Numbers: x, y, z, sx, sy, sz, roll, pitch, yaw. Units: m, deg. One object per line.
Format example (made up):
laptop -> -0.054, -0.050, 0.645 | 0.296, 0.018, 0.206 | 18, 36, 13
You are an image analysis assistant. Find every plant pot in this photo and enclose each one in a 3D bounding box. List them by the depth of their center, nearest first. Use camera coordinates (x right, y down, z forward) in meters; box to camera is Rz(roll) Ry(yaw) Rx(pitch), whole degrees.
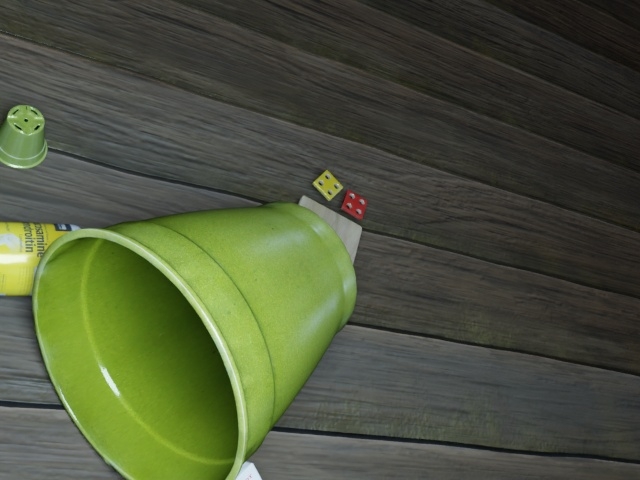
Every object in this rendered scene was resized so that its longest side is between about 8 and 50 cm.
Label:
plant pot -> -0.137, 0.104, 0.966 | 0.366, 0.366, 0.353 | 56, 40, 3
plant pot -> -0.451, -0.164, 1.042 | 0.083, 0.079, 0.083 | 14, 60, -25

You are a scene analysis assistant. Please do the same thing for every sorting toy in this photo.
sorting toy -> 0.000, 0.000, 1.259 | 0.132, 0.046, 0.274 | 27, 56, -17

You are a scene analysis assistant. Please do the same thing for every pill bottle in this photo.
pill bottle -> -0.390, 0.027, 0.971 | 0.184, 0.103, 0.103 | 2, 66, -31

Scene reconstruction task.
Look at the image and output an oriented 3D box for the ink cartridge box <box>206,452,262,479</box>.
ink cartridge box -> -0.128, 0.365, 0.942 | 0.092, 0.090, 0.143 | -39, 115, -38
